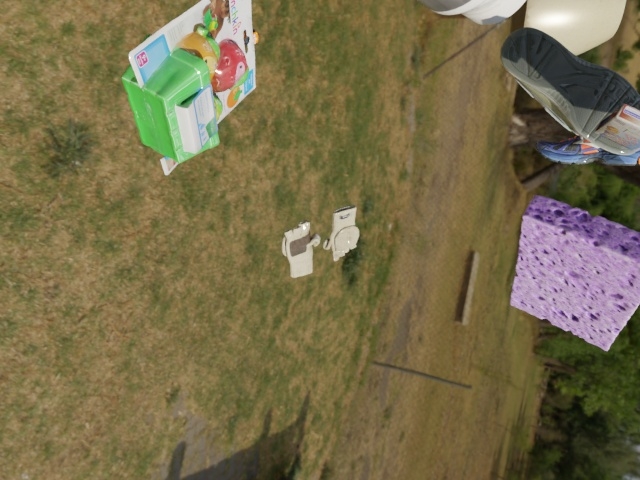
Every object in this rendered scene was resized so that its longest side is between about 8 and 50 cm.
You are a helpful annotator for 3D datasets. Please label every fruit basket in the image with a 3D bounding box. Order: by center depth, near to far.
[{"bbox_3d":[-0.237,-0.346,1.119,0.353,0.165,0.327,-47,162,-28],"label":"fruit basket"}]

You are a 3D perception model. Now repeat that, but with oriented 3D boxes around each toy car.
[{"bbox_3d":[-0.193,-0.471,1.281,0.041,0.060,0.122,-65,-168,-24],"label":"toy car"}]

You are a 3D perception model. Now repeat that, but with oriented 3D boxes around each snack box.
[{"bbox_3d":[0.429,-0.153,0.731,0.022,0.064,0.178,-62,165,14],"label":"snack box"}]

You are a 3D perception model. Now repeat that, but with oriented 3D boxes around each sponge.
[{"bbox_3d":[0.256,0.040,0.529,0.031,0.117,0.210,-53,151,-15],"label":"sponge"}]

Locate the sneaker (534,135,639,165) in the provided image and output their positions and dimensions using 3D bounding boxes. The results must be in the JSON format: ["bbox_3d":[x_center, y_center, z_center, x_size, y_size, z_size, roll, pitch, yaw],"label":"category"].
[{"bbox_3d":[0.585,-0.210,1.145,0.083,0.221,0.087,-18,111,-61],"label":"sneaker"}]

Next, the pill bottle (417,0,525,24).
[{"bbox_3d":[0.168,-0.432,0.738,0.318,0.176,0.176,11,90,-39],"label":"pill bottle"}]

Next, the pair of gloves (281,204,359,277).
[{"bbox_3d":[0.000,0.000,1.555,0.240,0.042,0.204,-22,137,-11],"label":"pair of gloves"}]

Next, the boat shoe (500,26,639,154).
[{"bbox_3d":[0.480,-0.283,1.003,0.118,0.320,0.103,-55,174,17],"label":"boat shoe"}]

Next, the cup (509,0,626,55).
[{"bbox_3d":[0.628,-0.604,1.344,0.331,0.236,0.331,5,90,-77],"label":"cup"}]
